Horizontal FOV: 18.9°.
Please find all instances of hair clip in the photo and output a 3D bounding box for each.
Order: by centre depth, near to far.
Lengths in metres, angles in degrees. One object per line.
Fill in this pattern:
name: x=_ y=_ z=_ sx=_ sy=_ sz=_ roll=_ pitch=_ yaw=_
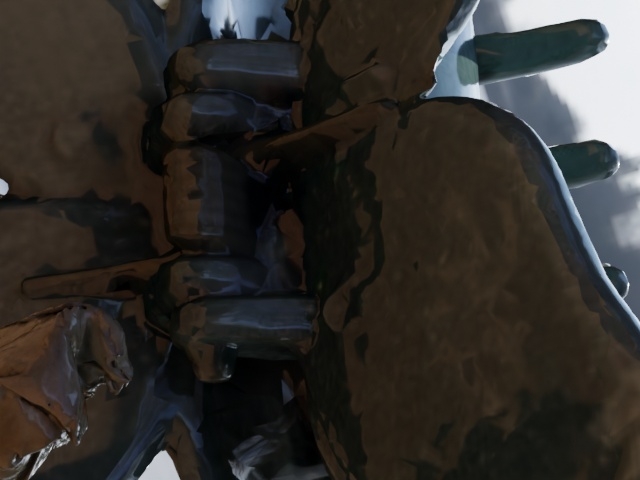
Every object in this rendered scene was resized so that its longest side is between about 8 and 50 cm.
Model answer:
hair clip: x=0.000 y=0.000 z=0.813 sx=0.238 sy=0.392 sz=0.318 roll=21 pitch=61 yaw=-54

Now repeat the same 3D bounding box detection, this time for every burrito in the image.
burrito: x=-0.129 y=0.069 z=0.633 sx=0.045 sy=0.188 sz=0.058 roll=43 pitch=46 yaw=-24

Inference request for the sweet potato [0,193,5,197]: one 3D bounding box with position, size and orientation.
sweet potato: x=-0.153 y=0.006 z=0.977 sx=0.218 sy=0.065 sz=0.051 roll=14 pitch=-69 yaw=62
